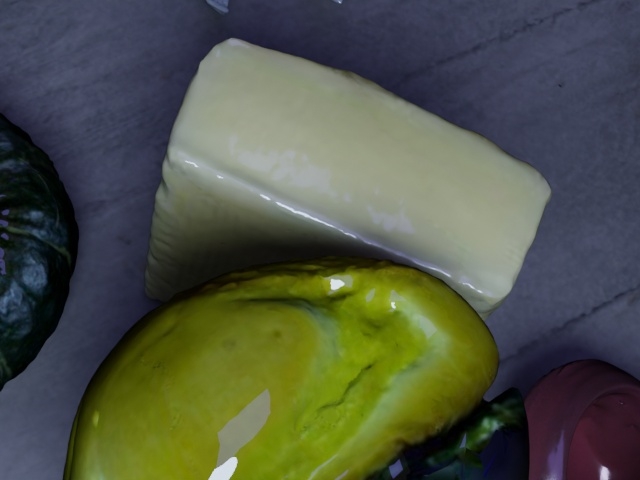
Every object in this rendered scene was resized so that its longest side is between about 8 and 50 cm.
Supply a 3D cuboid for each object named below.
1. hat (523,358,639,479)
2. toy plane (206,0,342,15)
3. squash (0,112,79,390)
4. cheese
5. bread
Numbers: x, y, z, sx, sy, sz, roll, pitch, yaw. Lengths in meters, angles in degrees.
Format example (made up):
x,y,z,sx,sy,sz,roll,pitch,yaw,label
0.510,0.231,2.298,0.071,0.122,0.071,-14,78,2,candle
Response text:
x,y,z,sx,sy,sz,roll,pitch,yaw,label
0.207,0.193,0.808,0.205,0.089,0.206,7,79,-37,hat
-0.059,-0.318,0.939,0.255,0.101,0.251,32,75,8,toy plane
-0.302,0.008,0.736,0.252,0.165,0.252,3,69,-8,squash
0.000,0.000,0.748,0.242,0.265,0.124,27,65,-1,cheese
-0.032,0.134,0.628,0.251,0.376,0.208,-6,75,-13,bread
